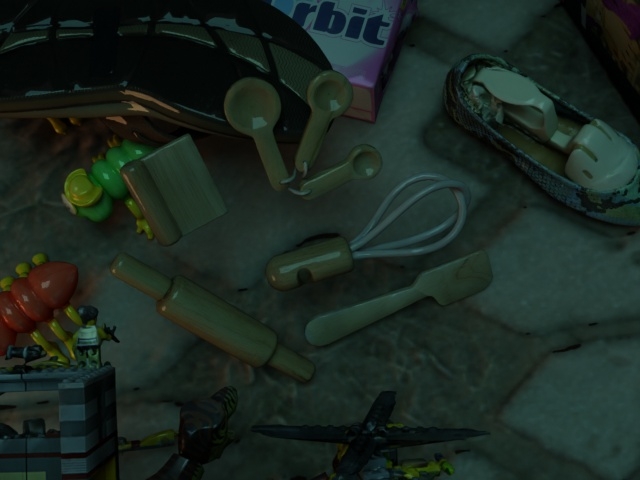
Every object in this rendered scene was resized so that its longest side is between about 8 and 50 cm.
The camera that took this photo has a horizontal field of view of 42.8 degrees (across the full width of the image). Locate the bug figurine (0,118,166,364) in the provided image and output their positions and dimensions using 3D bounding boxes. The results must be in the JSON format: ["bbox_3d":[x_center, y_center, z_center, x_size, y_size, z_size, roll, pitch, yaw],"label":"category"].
[{"bbox_3d":[-0.235,-0.052,0.614,0.216,0.072,0.279,-40,74,-7],"label":"bug figurine"}]

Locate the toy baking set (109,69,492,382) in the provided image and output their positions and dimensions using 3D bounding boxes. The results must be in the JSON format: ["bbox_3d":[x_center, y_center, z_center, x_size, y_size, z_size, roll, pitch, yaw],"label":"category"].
[{"bbox_3d":[-0.005,0.004,0.543,0.256,0.030,0.197,38,101,-23],"label":"toy baking set"}]

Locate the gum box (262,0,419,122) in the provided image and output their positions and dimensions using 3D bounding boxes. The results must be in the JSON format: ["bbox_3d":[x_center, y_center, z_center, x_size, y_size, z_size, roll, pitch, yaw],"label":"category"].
[{"bbox_3d":[-0.024,-0.169,0.636,0.188,0.062,0.107,15,76,9],"label":"gum box"}]

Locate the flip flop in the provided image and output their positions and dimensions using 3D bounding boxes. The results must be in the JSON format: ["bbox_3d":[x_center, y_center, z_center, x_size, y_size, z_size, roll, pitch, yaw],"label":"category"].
[{"bbox_3d":[-0.125,-0.110,0.573,0.277,0.080,0.112,1,65,1],"label":"flip flop"}]

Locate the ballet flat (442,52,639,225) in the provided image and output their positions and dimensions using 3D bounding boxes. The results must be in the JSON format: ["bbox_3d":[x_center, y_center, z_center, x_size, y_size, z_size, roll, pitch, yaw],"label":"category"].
[{"bbox_3d":[0.170,-0.075,0.592,0.188,0.070,0.070,32,79,12],"label":"ballet flat"}]

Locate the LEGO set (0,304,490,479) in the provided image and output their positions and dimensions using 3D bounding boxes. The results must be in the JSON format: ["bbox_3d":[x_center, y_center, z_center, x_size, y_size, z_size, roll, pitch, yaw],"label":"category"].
[{"bbox_3d":[-0.073,0.126,0.456,0.331,0.255,0.192,-2,90,11],"label":"LEGO set"}]

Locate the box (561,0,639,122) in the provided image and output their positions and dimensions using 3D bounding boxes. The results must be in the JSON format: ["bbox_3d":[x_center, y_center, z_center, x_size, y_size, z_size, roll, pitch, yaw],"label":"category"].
[{"bbox_3d":[0.275,-0.209,0.582,0.165,0.143,0.270,-25,74,-2],"label":"box"}]
